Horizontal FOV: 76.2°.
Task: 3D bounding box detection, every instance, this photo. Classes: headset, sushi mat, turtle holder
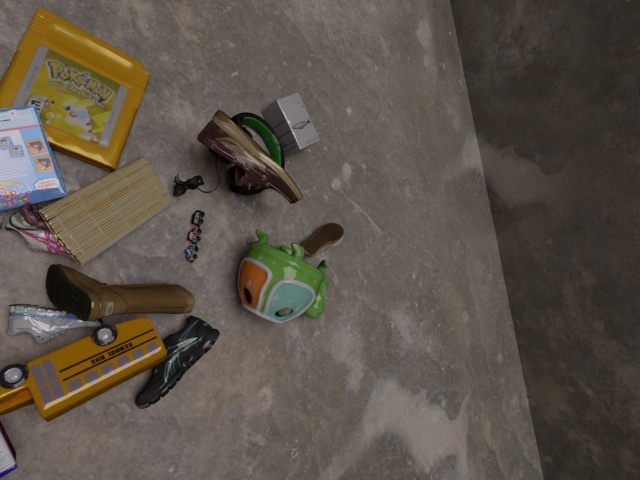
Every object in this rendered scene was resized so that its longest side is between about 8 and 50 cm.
[{"bbox_3d":[-0.269,-0.240,1.259,0.394,0.185,0.244,-47,116,-49],"label":"headset"},{"bbox_3d":[-0.523,-0.086,1.033,0.152,0.019,0.317,62,40,-21],"label":"sushi mat"},{"bbox_3d":[-0.116,0.130,1.258,0.228,0.243,0.320,-66,161,-8],"label":"turtle holder"}]

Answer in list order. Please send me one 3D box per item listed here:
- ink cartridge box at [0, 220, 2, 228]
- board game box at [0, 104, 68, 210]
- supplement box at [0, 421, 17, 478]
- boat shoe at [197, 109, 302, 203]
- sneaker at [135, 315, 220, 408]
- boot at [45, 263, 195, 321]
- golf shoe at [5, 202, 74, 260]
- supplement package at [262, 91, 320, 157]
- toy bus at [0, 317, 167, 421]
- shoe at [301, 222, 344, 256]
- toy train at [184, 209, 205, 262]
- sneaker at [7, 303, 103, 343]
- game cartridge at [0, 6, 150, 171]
[{"bbox_3d":[-0.769,-0.024,0.857,0.135,0.056,0.099,28,66,-31],"label":"ink cartridge box"},{"bbox_3d":[-0.692,-0.183,0.916,0.160,0.039,0.212,-21,107,-30],"label":"board game box"},{"bbox_3d":[-0.708,0.376,0.805,0.113,0.111,0.220,-27,100,-37],"label":"supplement box"},{"bbox_3d":[-0.193,-0.201,1.143,0.123,0.123,0.342,-46,126,2],"label":"boat shoe"},{"bbox_3d":[-0.394,0.319,1.087,0.106,0.101,0.267,42,58,0],"label":"sneaker"},{"bbox_3d":[-0.490,0.131,1.009,0.269,0.236,0.089,7,106,-59],"label":"boot"},{"bbox_3d":[-0.636,-0.003,0.964,0.086,0.067,0.186,-38,121,4],"label":"golf shoe"},{"bbox_3d":[-0.101,-0.395,1.406,0.105,0.105,0.180,-35,105,-37],"label":"supplement package"},{"bbox_3d":[-0.537,0.291,0.922,0.332,0.108,0.130,-24,76,-35],"label":"toy bus"},{"bbox_3d":[0.000,0.000,1.458,0.219,0.058,0.077,-31,82,-41],"label":"shoe"},{"bbox_3d":[-0.367,-0.013,1.187,0.036,0.027,0.159,15,74,-32],"label":"toy train"},{"bbox_3d":[-0.612,0.198,0.944,0.190,0.071,0.083,13,81,-27],"label":"sneaker"},{"bbox_3d":[-0.618,-0.376,1.036,0.285,0.052,0.324,22,71,-33],"label":"game cartridge"}]
